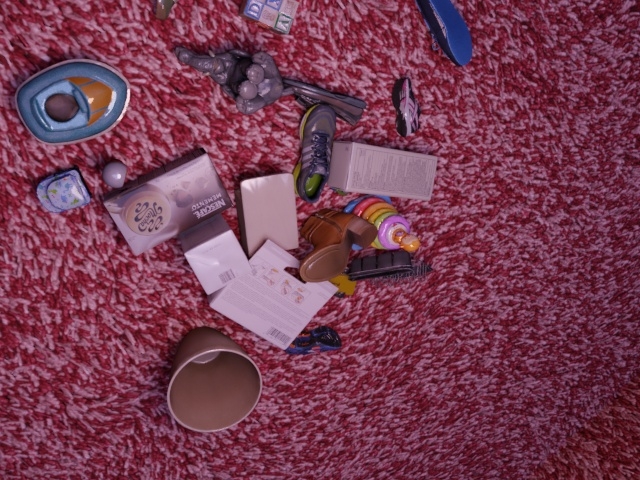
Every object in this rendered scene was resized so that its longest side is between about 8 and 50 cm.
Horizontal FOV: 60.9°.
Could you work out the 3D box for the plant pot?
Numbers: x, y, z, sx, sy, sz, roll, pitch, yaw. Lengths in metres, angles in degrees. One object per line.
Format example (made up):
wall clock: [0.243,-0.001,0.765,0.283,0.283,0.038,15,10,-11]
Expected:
plant pot: [-0.327,0.370,1.592,0.256,0.274,0.256,-6,109,-19]

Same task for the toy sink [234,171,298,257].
toy sink: [-0.161,-0.092,1.578,0.152,0.131,0.234,-12,116,-16]

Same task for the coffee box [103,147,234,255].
coffee box: [-0.410,-0.110,1.485,0.297,0.119,0.168,-28,114,-10]

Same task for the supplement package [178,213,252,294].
supplement package: [-0.297,0.021,1.501,0.139,0.244,0.134,-28,114,-9]

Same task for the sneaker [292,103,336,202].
sneaker: [-0.005,-0.241,1.563,0.111,0.121,0.300,-1,120,-20]

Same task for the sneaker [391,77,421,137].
sneaker: [0.271,-0.413,1.674,0.077,0.072,0.178,-21,122,-26]

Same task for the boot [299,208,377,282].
boot: [0.000,0.000,1.590,0.283,0.220,0.109,-40,129,-23]

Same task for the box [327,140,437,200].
box: [0.188,-0.209,1.647,0.311,0.121,0.148,5,99,-28]

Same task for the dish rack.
dish rack: [0.233,0.101,1.722,0.271,0.208,0.074,27,58,-55]

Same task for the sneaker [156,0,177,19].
sneaker: [-0.353,-0.641,1.355,0.086,0.064,0.192,9,101,-18]

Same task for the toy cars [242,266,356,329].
toy cars: [-0.070,0.175,1.731,0.393,0.087,0.176,-32,120,-3]

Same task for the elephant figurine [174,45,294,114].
elephant figurine: [-0.226,-0.444,1.436,0.169,0.239,0.186,-50,150,-21]

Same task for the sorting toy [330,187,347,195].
sorting toy: [0.061,-0.175,1.681,0.061,0.042,0.102,-42,117,-3]

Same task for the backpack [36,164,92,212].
backpack: [-0.665,-0.125,1.405,0.114,0.084,0.105,-21,112,-10]

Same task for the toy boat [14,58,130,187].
toy boat: [-0.570,-0.283,1.350,0.267,0.148,0.318,-28,115,-10]

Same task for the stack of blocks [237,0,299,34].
stack of blocks: [-0.083,-0.700,1.424,0.171,0.087,0.297,17,101,-25]

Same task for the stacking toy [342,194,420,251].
stacking toy: [0.204,-0.029,1.637,0.175,0.302,0.166,-21,113,-15]

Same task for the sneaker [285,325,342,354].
sneaker: [-0.026,0.338,1.810,0.221,0.083,0.087,8,140,-31]

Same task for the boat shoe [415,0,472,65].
boat shoe: [0.368,-0.639,1.617,0.109,0.089,0.258,-38,112,-19]

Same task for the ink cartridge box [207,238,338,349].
ink cartridge box: [-0.137,0.155,1.608,0.296,0.066,0.261,37,98,-30]

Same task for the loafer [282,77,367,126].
loafer: [0.008,-0.392,1.563,0.267,0.096,0.084,9,110,-25]
